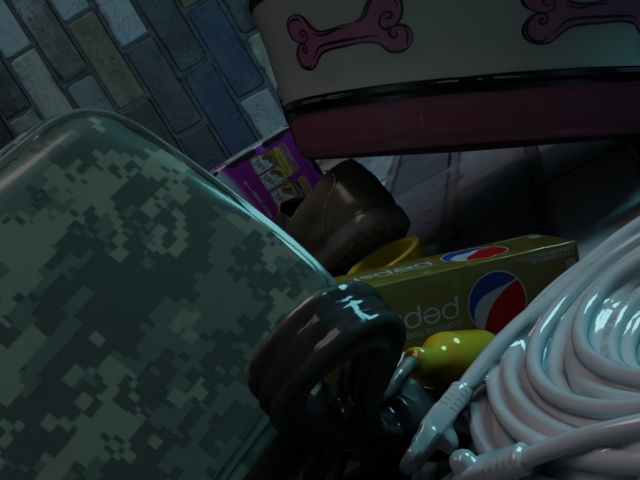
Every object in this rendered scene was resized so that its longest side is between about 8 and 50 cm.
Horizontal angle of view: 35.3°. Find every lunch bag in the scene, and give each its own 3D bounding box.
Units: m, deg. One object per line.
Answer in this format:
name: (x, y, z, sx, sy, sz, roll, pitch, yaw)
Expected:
lunch bag: (-0.153, 0.113, 0.559, 0.305, 0.212, 0.256, -52, -2, -31)

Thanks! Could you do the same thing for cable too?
cable: (0.191, 0.048, 0.431, 0.257, 0.089, 0.257, -17, 17, 45)
cable: (0.013, 0.078, 0.502, 0.139, 0.072, 0.287, -37, -28, 10)

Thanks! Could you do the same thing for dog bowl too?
dog bowl: (0.144, -0.157, 0.902, 0.408, 0.150, 0.408, -4, 4, 0)

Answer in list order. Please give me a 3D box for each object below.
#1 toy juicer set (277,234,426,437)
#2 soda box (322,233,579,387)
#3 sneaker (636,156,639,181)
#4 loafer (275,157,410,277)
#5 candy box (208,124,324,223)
toy juicer set: (-0.043, 0.106, 0.756, 0.209, 0.089, 0.329, -24, 15, 30)
soda box: (0.077, 0.042, 0.655, 0.181, 0.058, 0.061, -12, 8, -15)
sneaker: (0.319, -0.129, 0.724, 0.229, 0.132, 0.086, -24, 14, 29)
loafer: (0.000, 0.000, 0.951, 0.094, 0.087, 0.251, -11, -17, -32)
candy box: (-0.095, -0.010, 1.185, 0.233, 0.159, 0.071, -32, 10, -8)
